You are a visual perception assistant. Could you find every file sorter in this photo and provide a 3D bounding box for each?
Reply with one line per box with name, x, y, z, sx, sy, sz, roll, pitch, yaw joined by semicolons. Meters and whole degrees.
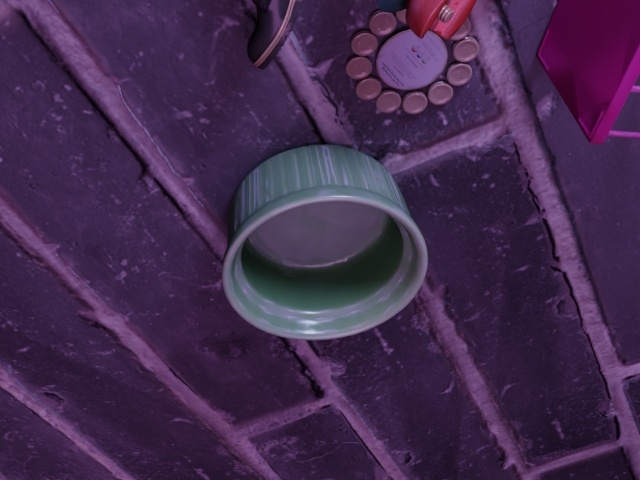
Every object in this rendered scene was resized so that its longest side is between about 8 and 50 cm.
file sorter;0.431;-0.290;1.093;0.182;0.202;0.290;2;134;-14

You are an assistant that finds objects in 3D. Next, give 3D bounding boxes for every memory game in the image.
memory game;0.126;-0.249;1.214;0.186;0.012;0.186;-5;135;-5

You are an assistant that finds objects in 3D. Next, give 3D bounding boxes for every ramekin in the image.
ramekin;0.000;0.000;1.341;0.303;0.148;0.303;-5;135;-5

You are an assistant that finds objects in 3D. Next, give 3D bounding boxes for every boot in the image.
boot;-0.086;-0.321;1.080;0.137;0.077;0.198;18;116;-18

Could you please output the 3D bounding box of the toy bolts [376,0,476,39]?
toy bolts;0.148;-0.369;1.053;0.228;0.158;0.218;-53;161;23
